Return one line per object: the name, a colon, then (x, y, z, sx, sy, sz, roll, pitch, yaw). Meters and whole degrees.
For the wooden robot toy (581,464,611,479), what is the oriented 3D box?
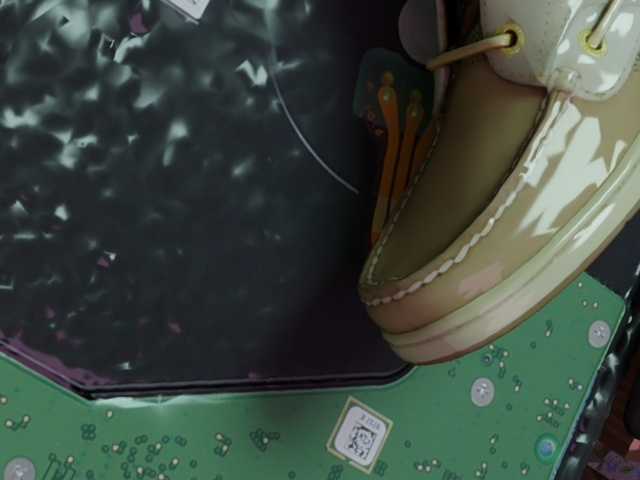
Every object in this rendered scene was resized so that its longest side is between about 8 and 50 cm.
wooden robot toy: (0.054, 0.100, 0.673, 0.173, 0.079, 0.076, 8, 81, -8)

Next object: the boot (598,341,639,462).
boot: (0.092, -0.034, 0.639, 0.295, 0.104, 0.211, 18, 98, -38)

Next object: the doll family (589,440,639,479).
doll family: (0.141, 0.172, 0.738, 0.263, 0.163, 0.118, -36, 147, -4)

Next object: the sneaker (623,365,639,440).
sneaker: (0.223, 0.046, 0.588, 0.270, 0.145, 0.090, -12, 130, -54)

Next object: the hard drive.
hard drive: (-0.004, -0.017, 0.501, 0.237, 0.064, 0.339, 32, 74, -24)

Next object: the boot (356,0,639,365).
boot: (0.035, -0.091, 0.445, 0.165, 0.077, 0.213, 43, 65, -22)
